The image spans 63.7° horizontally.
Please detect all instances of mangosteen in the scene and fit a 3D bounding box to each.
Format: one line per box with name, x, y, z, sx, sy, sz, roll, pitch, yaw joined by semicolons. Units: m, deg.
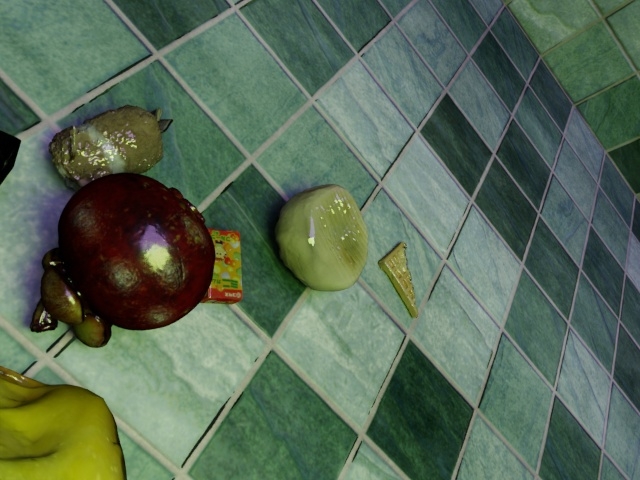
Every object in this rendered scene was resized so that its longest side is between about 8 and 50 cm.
mangosteen;-0.268;0.037;0.689;0.257;0.215;0.215;-44;104;-9

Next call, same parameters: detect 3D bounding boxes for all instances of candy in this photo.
candy;-0.168;0.043;0.861;0.062;0.038;0.122;8;68;-37

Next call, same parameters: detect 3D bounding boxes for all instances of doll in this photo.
doll;-0.302;-0.147;0.790;0.105;0.115;0.221;51;41;2

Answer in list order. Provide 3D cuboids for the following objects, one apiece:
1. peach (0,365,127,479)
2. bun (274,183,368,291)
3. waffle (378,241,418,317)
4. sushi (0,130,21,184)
peach;-0.348;0.238;0.458;0.243;0.306;0.380;-61;144;-6
bun;0.000;0.000;0.961;0.178;0.127;0.193;-44;113;-41
waffle;0.195;0.087;1.149;0.097;0.023;0.153;-34;94;-41
sushi;-0.484;-0.095;0.543;0.227;0.212;0.216;32;56;-24
